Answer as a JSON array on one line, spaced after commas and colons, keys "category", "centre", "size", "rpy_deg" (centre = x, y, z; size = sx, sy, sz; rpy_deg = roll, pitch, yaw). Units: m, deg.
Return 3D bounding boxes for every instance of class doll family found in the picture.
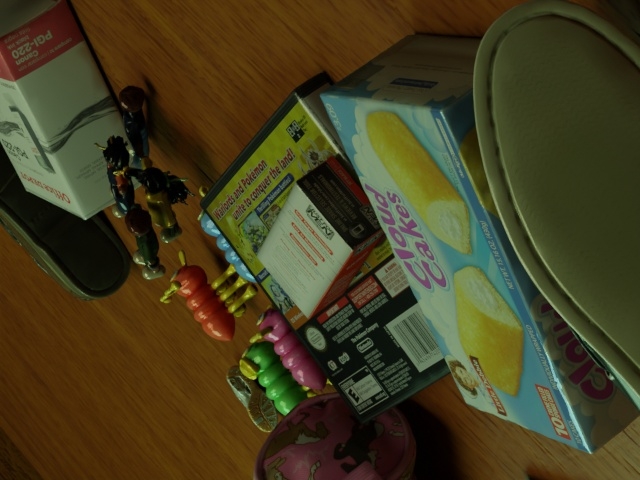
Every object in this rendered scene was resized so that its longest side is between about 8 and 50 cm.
[{"category": "doll family", "centre": [-0.172, -0.062, 1.674], "size": [0.193, 0.076, 0.111], "rpy_deg": [60, 170, 28]}]

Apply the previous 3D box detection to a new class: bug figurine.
[{"category": "bug figurine", "centre": [-0.066, 0.068, 1.689], "size": [0.216, 0.072, 0.279], "rpy_deg": [51, 158, 8]}]

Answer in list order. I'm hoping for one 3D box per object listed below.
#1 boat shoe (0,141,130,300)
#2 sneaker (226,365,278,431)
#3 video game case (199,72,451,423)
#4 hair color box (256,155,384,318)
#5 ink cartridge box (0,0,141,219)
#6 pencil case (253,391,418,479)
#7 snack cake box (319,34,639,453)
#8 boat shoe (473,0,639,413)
[{"category": "boat shoe", "centre": [-0.346, -0.056, 2.042], "size": [0.307, 0.110, 0.104], "rpy_deg": [59, 157, -11]}, {"category": "sneaker", "centre": [-0.073, 0.173, 1.930], "size": [0.083, 0.032, 0.037], "rpy_deg": [58, 173, 5]}, {"category": "video game case", "centre": [0.019, 0.017, 1.452], "size": [0.248, 0.035, 0.275], "rpy_deg": [53, 154, 3]}, {"category": "hair color box", "centre": [0.000, 0.000, 1.374], "size": [0.072, 0.043, 0.141], "rpy_deg": [50, 154, 9]}, {"category": "ink cartridge box", "centre": [-0.284, -0.145, 1.808], "size": [0.158, 0.092, 0.218], "rpy_deg": [23, 144, 54]}, {"category": "pencil case", "centre": [0.059, 0.319, 1.667], "size": [0.167, 0.160, 0.386], "rpy_deg": [5, 133, 32]}, {"category": "snack cake box", "centre": [0.119, -0.002, 1.168], "size": [0.152, 0.089, 0.264], "rpy_deg": [14, 134, 59]}, {"category": "boat shoe", "centre": [0.194, 0.017, 1.005], "size": [0.340, 0.127, 0.113], "rpy_deg": [52, -178, -1]}]
